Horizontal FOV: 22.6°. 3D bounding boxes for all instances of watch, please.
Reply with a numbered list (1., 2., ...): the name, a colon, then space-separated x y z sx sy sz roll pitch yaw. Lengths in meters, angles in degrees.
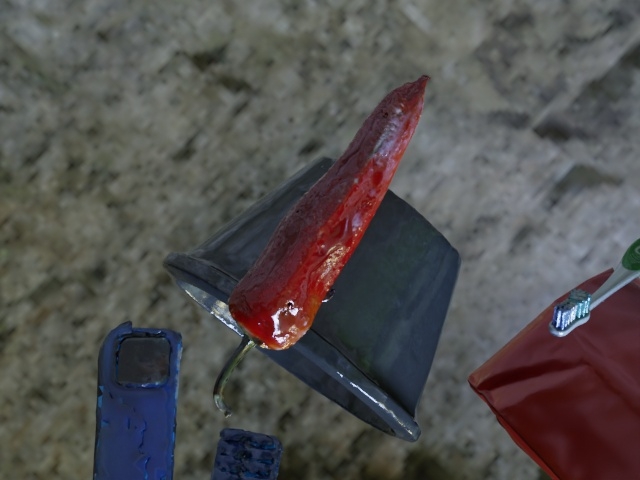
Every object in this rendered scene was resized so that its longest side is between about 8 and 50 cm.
1. watch: -0.088 0.223 1.042 0.276 0.068 0.275 57 -150 -65

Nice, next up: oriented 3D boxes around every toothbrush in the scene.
1. toothbrush: 0.286 0.011 1.396 0.030 0.304 0.030 22 126 34

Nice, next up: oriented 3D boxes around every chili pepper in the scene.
1. chili pepper: 0.000 0.000 1.069 0.059 0.268 0.050 35 180 -3

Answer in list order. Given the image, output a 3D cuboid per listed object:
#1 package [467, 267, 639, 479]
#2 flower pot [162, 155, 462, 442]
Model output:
1. package: 0.306 0.184 1.418 0.123 0.196 0.423 49 180 -41
2. flower pot: 0.013 0.036 1.382 0.269 0.166 0.269 33 171 5
